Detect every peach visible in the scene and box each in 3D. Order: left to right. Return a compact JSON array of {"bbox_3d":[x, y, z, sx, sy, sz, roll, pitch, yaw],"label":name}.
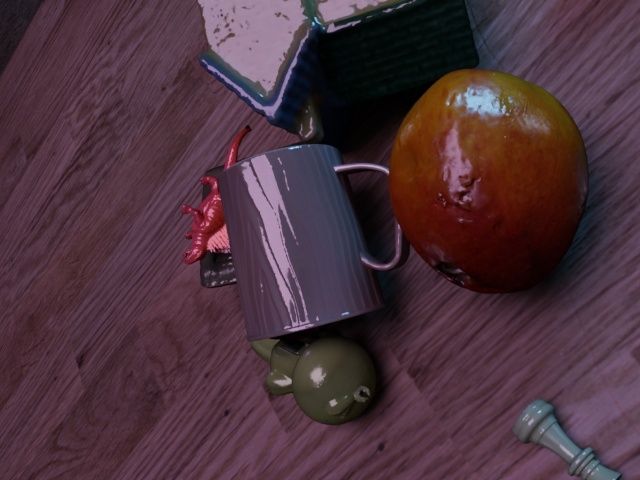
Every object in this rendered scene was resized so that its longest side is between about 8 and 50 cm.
[{"bbox_3d":[0.202,-0.073,0.731,0.238,0.281,0.281,-4,73,30],"label":"peach"}]

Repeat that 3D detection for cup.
[{"bbox_3d":[-0.016,0.003,0.883,0.288,0.208,0.273,-24,78,54],"label":"cup"}]

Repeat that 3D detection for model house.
[{"bbox_3d":[0.042,-0.329,0.958,0.381,0.334,0.343,-16,83,19],"label":"model house"}]

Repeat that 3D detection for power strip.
[{"bbox_3d":[-0.106,-0.042,1.118,0.251,0.092,0.257,-14,65,29],"label":"power strip"}]

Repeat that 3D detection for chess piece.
[{"bbox_3d":[0.298,0.254,0.681,0.149,0.059,0.059,41,104,38],"label":"chess piece"}]

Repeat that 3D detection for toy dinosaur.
[{"bbox_3d":[-0.158,-0.072,1.076,0.138,0.070,0.286,27,83,27],"label":"toy dinosaur"}]

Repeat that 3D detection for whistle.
[{"bbox_3d":[-0.013,0.213,0.946,0.294,0.141,0.141,-4,72,61],"label":"whistle"}]
